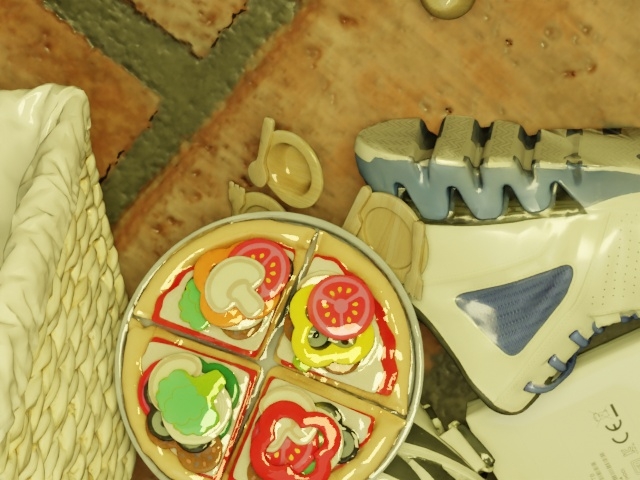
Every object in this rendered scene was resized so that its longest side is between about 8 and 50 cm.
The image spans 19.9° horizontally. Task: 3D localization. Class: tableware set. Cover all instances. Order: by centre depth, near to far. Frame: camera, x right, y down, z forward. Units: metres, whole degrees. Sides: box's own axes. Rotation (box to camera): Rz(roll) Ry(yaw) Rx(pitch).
[{"bbox_3d":[0.000,0.000,1.218,0.169,0.020,0.141,40,137,21],"label":"tableware set"}]

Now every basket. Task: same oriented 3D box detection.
[{"bbox_3d":[-0.296,0.105,1.154,0.328,0.331,0.266,-7,124,9],"label":"basket"}]

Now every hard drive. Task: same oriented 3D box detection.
[{"bbox_3d":[0.284,0.142,1.274,0.307,0.040,0.203,-25,104,14],"label":"hard drive"}]

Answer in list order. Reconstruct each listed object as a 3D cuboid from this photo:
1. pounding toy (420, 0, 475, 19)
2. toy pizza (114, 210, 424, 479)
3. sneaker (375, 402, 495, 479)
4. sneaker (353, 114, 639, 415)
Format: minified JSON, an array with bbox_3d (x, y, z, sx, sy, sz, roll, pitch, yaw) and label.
[{"bbox_3d":[0.096,-0.256,1.102,0.155,0.154,0.269,13,109,2],"label":"pounding toy"},{"bbox_3d":[-0.035,0.079,1.162,0.201,0.032,0.201,-1,81,7],"label":"toy pizza"},{"bbox_3d":[0.069,0.165,1.252,0.330,0.146,0.122,27,141,-6],"label":"sneaker"},{"bbox_3d":[0.177,0.022,1.213,0.315,0.127,0.182,6,113,12],"label":"sneaker"}]
